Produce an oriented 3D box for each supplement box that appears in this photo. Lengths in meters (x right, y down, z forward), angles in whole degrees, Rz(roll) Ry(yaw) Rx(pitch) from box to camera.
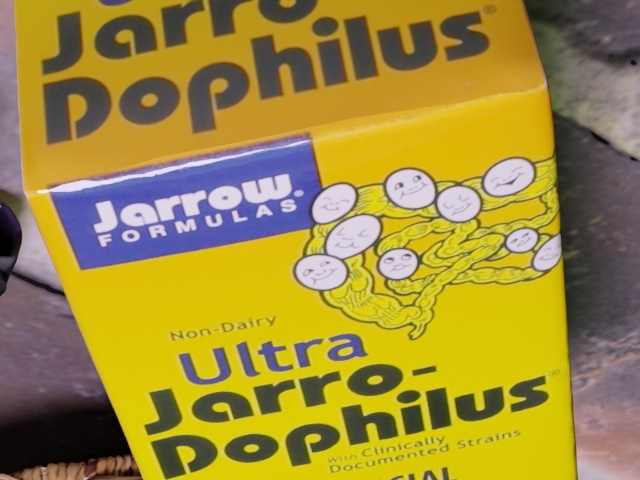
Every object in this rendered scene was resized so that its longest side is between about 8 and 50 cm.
[{"bbox_3d":[0.000,0.000,0.822,0.194,0.195,0.356,-12,141,1],"label":"supplement box"}]

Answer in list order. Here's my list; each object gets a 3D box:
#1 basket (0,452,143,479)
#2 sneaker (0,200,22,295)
[{"bbox_3d":[-0.182,0.202,1.051,0.299,0.223,0.213,-16,127,9],"label":"basket"},{"bbox_3d":[-0.205,0.036,0.897,0.124,0.107,0.283,-10,142,-11],"label":"sneaker"}]
